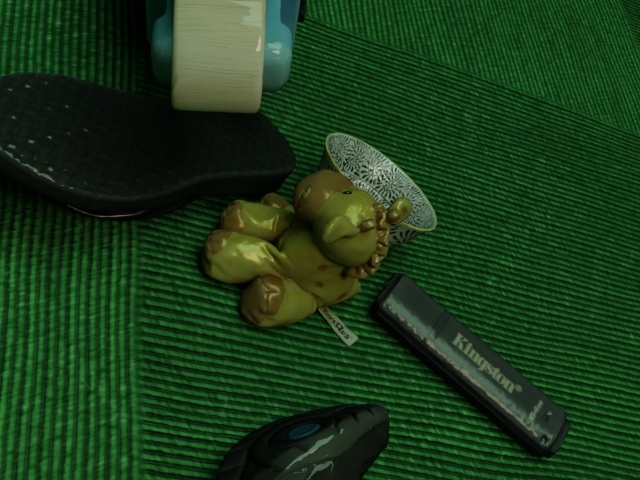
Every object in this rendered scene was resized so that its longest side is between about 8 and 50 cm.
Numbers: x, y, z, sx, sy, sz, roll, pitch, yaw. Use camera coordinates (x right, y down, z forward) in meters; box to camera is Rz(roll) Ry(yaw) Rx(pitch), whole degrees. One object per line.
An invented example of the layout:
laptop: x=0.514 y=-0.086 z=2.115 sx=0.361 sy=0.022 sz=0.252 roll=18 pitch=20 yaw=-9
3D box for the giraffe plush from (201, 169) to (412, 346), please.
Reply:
giraffe plush: x=0.000 y=0.000 z=1.205 sx=0.210 sy=0.170 sz=0.181 roll=35 pitch=42 yaw=-5

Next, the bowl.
bowl: x=0.051 y=-0.045 z=1.335 sx=0.170 sy=0.080 sz=0.170 roll=34 pitch=23 yaw=-17

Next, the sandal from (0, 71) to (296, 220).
sandal: x=-0.197 y=-0.080 z=1.198 sx=0.445 sy=0.107 sz=0.168 roll=-1 pitch=50 yaw=-52

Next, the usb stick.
usb stick: x=0.176 y=0.146 z=1.301 sx=0.278 sy=0.045 sz=0.077 roll=41 pitch=41 yaw=1

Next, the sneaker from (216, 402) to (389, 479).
sneaker: x=-0.038 y=0.260 z=1.022 sx=0.341 sy=0.125 sz=0.140 roll=-30 pitch=102 yaw=-49

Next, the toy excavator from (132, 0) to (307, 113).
toy excavator: x=-0.101 y=-0.248 z=1.191 sx=0.222 sy=0.433 sz=0.445 roll=1 pitch=63 yaw=-7
